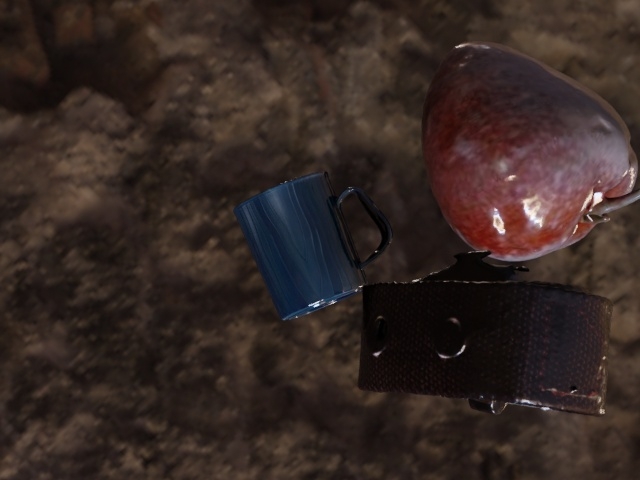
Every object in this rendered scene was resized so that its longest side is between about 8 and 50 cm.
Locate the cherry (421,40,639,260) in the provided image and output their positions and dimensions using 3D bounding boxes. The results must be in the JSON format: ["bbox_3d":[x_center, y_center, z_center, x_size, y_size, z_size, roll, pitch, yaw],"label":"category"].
[{"bbox_3d":[0.311,-0.130,2.024,0.326,0.291,0.335,5,-133,-31],"label":"cherry"}]

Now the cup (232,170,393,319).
[{"bbox_3d":[-0.007,0.002,1.509,0.113,0.150,0.138,-16,-98,-55],"label":"cup"}]

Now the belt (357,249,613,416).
[{"bbox_3d":[0.160,0.092,1.369,0.184,0.289,0.164,10,-97,-41],"label":"belt"}]
